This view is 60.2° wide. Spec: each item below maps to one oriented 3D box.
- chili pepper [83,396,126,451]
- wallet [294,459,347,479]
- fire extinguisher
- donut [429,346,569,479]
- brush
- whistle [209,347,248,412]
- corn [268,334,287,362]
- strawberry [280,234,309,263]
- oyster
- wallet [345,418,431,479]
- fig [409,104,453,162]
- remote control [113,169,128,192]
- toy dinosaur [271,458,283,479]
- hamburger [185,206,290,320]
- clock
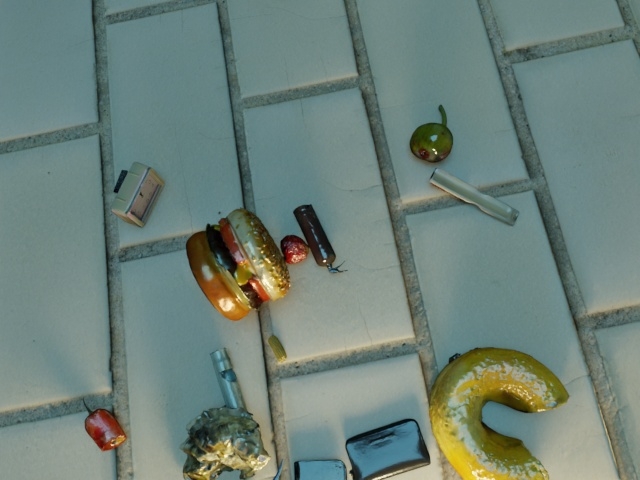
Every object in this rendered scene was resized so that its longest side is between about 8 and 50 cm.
[{"bbox_3d":[-0.699,0.573,1.744,0.086,0.084,0.192,-30,74,-39],"label":"chili pepper"},{"bbox_3d":[0.007,0.819,1.635,0.173,0.045,0.318,-5,74,6],"label":"wallet"},{"bbox_3d":[0.000,0.000,1.857,0.089,0.072,0.267,-26,73,3],"label":"fire extinguisher"},{"bbox_3d":[0.511,0.519,1.621,0.378,0.163,0.435,15,76,10],"label":"donut"},{"bbox_3d":[0.518,-0.145,1.877,0.321,0.050,0.060,29,75,4],"label":"brush"},{"bbox_3d":[-0.275,0.495,1.743,0.062,0.062,0.312,-21,74,-2],"label":"whistle"},{"bbox_3d":[-0.139,0.350,1.787,0.037,0.037,0.092,-31,72,-5],"label":"corn"},{"bbox_3d":[-0.086,0.027,1.845,0.106,0.106,0.106,-1,74,4],"label":"strawberry"},{"bbox_3d":[-0.284,0.621,1.640,0.351,0.115,0.237,-9,96,33],"label":"oyster"},{"bbox_3d":[0.197,0.641,1.674,0.250,0.044,0.149,-17,70,0],"label":"wallet"},{"bbox_3d":[0.406,-0.381,1.931,0.149,0.149,0.245,24,58,11],"label":"fig"},{"bbox_3d":[-0.724,-0.213,2.006,0.034,0.016,0.091,8,74,23],"label":"remote control"},{"bbox_3d":[-0.216,0.799,1.645,0.329,0.076,0.144,-33,67,6],"label":"toy dinosaur"},{"bbox_3d":[-0.248,0.069,1.729,0.250,0.330,0.330,-30,74,3],"label":"hamburger"},{"bbox_3d":[-0.632,-0.157,1.915,0.071,0.147,0.192,20,76,10],"label":"clock"}]
